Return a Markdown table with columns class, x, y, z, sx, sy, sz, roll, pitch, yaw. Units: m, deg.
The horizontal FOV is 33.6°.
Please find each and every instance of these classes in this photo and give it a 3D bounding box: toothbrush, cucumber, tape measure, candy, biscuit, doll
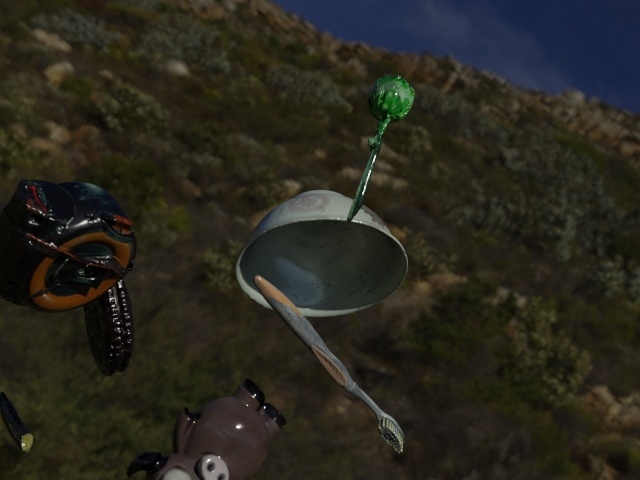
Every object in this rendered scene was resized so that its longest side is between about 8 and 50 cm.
| class | x | y | z | sx | sy | sz | roll | pitch | yaw |
| --- | --- | --- | --- | --- | --- | --- | --- | --- | --- |
| toothbrush | 0.017 | 0.184 | 1.572 | 0.375 | 0.028 | 0.037 | 51 | 25 | -22 |
| cucumber | -0.529 | 0.313 | 1.824 | 0.135 | 0.034 | 0.033 | 40 | -15 | 41 |
| tape measure | -0.378 | 0.011 | 1.554 | 0.222 | 0.202 | 0.135 | 5 | 39 | -46 |
| candy | 0.106 | -0.179 | 2.067 | 0.097 | 0.324 | 0.097 | 16 | -20 | 6 |
| biscuit | -0.349 | 0.127 | 1.737 | 0.194 | 0.053 | 0.195 | 173 | -90 | -65 |
| doll | -0.166 | 0.334 | 1.597 | 0.182 | 0.257 | 0.117 | 52 | -24 | -17 |

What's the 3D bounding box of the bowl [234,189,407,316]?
| class | x | y | z | sx | sy | sz | roll | pitch | yaw |
| --- | --- | --- | --- | --- | --- | --- | --- | --- | --- |
| bowl | 0.000 | 0.000 | 2.685 | 0.434 | 0.196 | 0.435 | 0 | -36 | 0 |
